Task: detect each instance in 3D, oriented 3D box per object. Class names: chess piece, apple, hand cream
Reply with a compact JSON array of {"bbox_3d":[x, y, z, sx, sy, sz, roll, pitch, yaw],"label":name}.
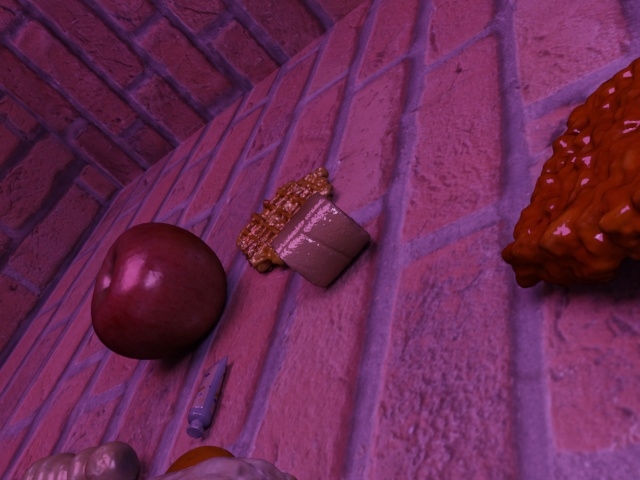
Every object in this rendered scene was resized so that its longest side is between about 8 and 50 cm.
[{"bbox_3d":[-0.451,0.454,1.189,0.243,0.133,0.133,-27,31,27],"label":"chess piece"},{"bbox_3d":[-0.357,0.120,1.399,0.345,0.269,0.344,-39,40,42],"label":"apple"},{"bbox_3d":[-0.212,0.289,1.155,0.065,0.043,0.170,-36,25,28],"label":"hand cream"}]

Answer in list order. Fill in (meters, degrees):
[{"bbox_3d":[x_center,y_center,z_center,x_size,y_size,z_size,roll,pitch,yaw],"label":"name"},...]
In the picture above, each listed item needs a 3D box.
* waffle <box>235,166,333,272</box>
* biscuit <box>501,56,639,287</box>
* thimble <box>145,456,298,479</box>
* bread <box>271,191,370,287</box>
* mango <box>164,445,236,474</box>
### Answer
[{"bbox_3d":[-0.090,-0.038,1.441,0.307,0.060,0.311,-33,26,26],"label":"waffle"},{"bbox_3d":[0.362,-0.096,0.697,0.312,0.110,0.318,-56,9,-23],"label":"biscuit"},{"bbox_3d":[-0.094,0.364,0.597,0.195,0.291,0.291,-29,29,22],"label":"thimble"},{"bbox_3d":[0.000,0.000,1.157,0.141,0.134,0.148,-48,13,5],"label":"bread"},{"bbox_3d":[-0.170,0.379,0.846,0.176,0.139,0.254,-32,22,19],"label":"mango"}]
